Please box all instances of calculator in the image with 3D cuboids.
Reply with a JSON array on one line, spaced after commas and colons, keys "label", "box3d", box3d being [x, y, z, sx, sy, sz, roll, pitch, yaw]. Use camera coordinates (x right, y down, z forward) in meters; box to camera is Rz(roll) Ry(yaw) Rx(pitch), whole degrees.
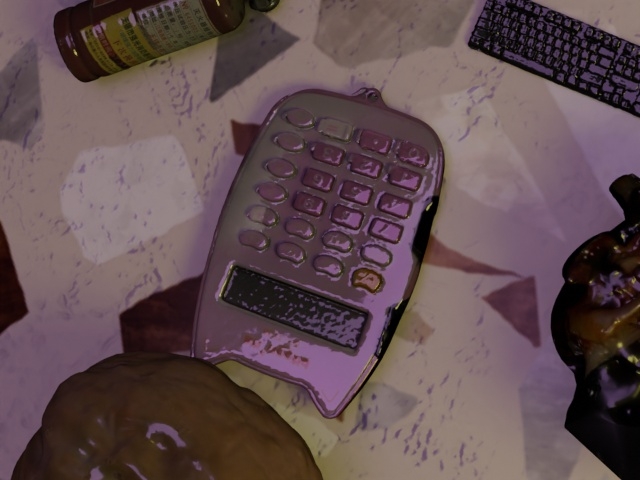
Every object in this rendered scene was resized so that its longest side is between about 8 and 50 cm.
[{"label": "calculator", "box3d": [0.001, 0.000, 1.220, 0.194, 0.043, 0.294, 19, 87, 19]}]

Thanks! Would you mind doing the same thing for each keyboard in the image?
[{"label": "keyboard", "box3d": [0.226, -0.162, 1.178, 0.196, 0.018, 0.060, 26, 95, 18]}]

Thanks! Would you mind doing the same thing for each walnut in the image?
[{"label": "walnut", "box3d": [-0.130, 0.228, 1.136, 0.273, 0.227, 0.273, -1, 86, 11]}]

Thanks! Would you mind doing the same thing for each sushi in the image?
[{"label": "sushi", "box3d": [0.300, 0.045, 1.053, 0.212, 0.215, 0.227, 44, 118, 21]}]

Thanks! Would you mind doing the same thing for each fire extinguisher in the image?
[{"label": "fire extinguisher", "box3d": [-0.128, -0.237, 1.262, 0.252, 0.075, 0.106, -18, 79, 15]}]
